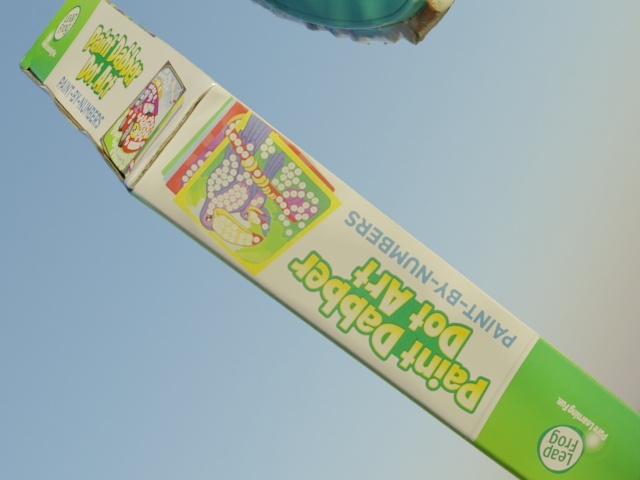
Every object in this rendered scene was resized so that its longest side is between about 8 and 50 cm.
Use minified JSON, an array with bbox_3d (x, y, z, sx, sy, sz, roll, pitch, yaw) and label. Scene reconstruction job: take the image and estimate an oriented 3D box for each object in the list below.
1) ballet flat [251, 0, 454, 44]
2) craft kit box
[{"bbox_3d":[-0.032,-0.230,1.156,0.147,0.409,0.147,-23,-54,-35],"label":"ballet flat"},{"bbox_3d":[0.000,0.000,0.804,0.061,0.250,0.246,-51,25,4],"label":"craft kit box"}]
